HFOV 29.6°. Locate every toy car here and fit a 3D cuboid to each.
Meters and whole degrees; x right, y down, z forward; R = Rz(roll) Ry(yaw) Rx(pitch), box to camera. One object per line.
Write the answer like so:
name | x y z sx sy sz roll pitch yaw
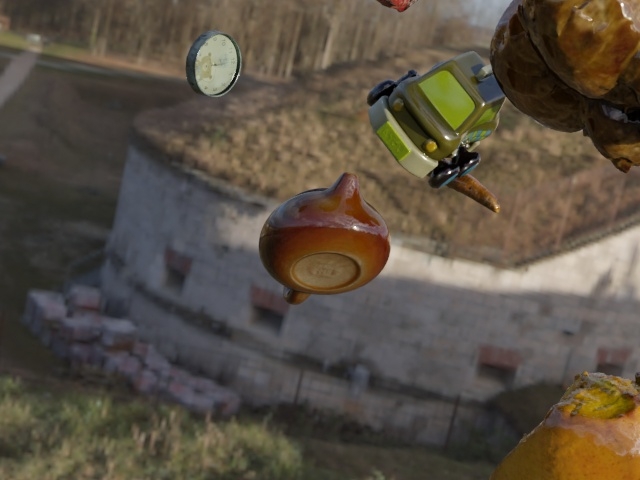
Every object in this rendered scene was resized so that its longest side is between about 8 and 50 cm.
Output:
toy car | 0.219 -0.226 2.017 0.204 0.198 0.248 53 34 6

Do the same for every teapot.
teapot | 0.000 0.000 1.654 0.178 0.252 0.135 14 54 -15

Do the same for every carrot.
carrot | 0.243 -0.105 2.120 0.191 0.047 0.047 34 21 33

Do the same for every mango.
mango | 0.306 0.313 1.456 0.201 0.350 0.199 5 29 -8

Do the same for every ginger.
ginger | 0.344 -0.214 1.499 0.274 0.152 0.357 34 -10 -2

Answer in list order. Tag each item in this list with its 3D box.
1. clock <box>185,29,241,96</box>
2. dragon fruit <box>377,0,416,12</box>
clock | -0.134 -0.222 1.524 0.017 0.085 0.085 20 13 38
dragon fruit | 0.083 -0.483 1.432 0.249 0.386 0.371 26 28 15
